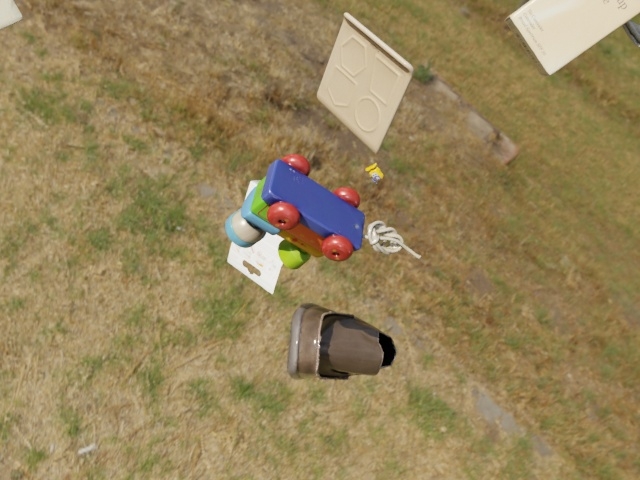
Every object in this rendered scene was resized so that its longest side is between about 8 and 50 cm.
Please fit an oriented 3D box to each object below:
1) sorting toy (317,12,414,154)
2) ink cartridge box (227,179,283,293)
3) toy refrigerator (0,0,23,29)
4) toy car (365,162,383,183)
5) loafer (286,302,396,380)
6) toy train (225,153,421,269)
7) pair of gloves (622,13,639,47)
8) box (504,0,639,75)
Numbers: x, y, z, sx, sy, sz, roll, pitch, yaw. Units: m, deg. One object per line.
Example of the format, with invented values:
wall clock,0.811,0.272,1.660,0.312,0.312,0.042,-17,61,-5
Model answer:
sorting toy,0.084,-0.298,1.298,0.038,0.208,0.193,-22,58,-35
ink cartridge box,-0.100,-0.008,1.320,0.145,0.180,0.045,32,24,34
toy refrigerator,-0.555,-0.281,0.910,0.269,0.102,0.094,-37,118,-24
toy car,0.057,-0.073,1.151,0.040,0.122,0.060,46,27,-23
loafer,0.051,0.186,1.242,0.130,0.366,0.134,3,86,23
toy train,0.000,0.000,0.938,0.248,0.143,0.105,31,48,-25
pair of gloves,0.686,-0.466,1.433,0.204,0.042,0.240,13,53,-34
box,0.529,-0.467,1.306,0.148,0.311,0.121,52,16,-5
